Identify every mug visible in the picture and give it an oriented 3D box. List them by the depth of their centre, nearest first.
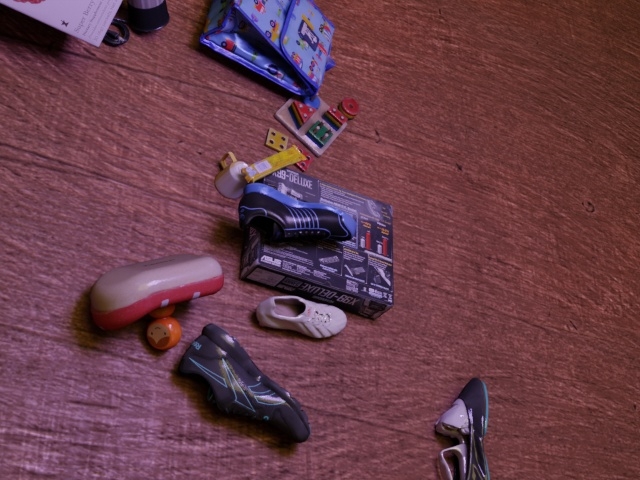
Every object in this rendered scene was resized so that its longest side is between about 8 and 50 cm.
[{"bbox_3d":[-0.171,-0.129,1.827,0.078,0.064,0.062,42,49,-5],"label":"mug"}]

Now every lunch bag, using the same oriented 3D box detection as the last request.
[{"bbox_3d":[-0.090,-0.450,2.020,0.293,0.138,0.221,33,46,-27],"label":"lunch bag"}]

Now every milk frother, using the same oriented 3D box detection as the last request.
[{"bbox_3d":[-0.376,-0.474,1.847,0.129,0.134,0.143,7,51,6],"label":"milk frother"}]

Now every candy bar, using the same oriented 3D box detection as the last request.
[{"bbox_3d":[-0.090,-0.150,1.823,0.161,0.018,0.040,-29,77,-41],"label":"candy bar"}]

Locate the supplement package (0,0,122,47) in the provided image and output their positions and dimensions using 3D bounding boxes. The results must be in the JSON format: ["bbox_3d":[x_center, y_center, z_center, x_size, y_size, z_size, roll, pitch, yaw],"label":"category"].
[{"bbox_3d":[-0.509,-0.502,1.668,0.293,0.177,0.175,20,18,-39],"label":"supplement package"}]

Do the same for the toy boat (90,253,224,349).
[{"bbox_3d":[-0.274,0.113,1.586,0.231,0.151,0.151,-13,101,-38],"label":"toy boat"}]

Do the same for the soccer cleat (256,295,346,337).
[{"bbox_3d":[-0.027,0.141,1.755,0.196,0.076,0.068,9,59,-30],"label":"soccer cleat"}]

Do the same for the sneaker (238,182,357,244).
[{"bbox_3d":[-0.045,-0.027,1.743,0.232,0.081,0.090,18,58,-14],"label":"sneaker"}]

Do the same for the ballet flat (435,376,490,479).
[{"bbox_3d":[0.276,0.391,1.804,0.096,0.095,0.280,11,57,-15],"label":"ballet flat"}]

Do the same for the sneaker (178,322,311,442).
[{"bbox_3d":[-0.130,0.267,1.618,0.267,0.101,0.106,45,70,-5],"label":"sneaker"}]

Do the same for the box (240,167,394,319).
[{"bbox_3d":[0.000,0.000,1.857,0.308,0.076,0.242,18,55,-24],"label":"box"}]

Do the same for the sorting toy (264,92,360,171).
[{"bbox_3d":[-0.016,-0.264,2.024,0.132,0.046,0.274,43,49,-5],"label":"sorting toy"}]
